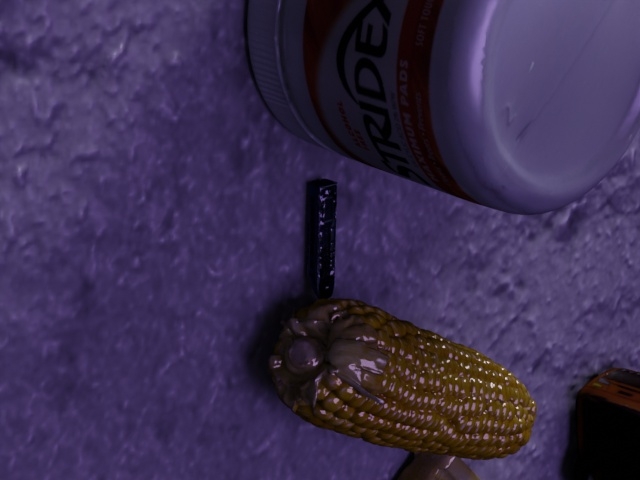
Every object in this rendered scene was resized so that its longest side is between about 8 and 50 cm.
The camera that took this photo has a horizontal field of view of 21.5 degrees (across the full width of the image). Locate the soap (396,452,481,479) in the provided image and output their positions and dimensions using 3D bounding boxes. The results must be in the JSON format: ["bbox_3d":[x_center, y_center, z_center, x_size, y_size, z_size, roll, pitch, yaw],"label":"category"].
[{"bbox_3d":[0.123,0.254,1.352,0.092,0.037,0.252,-57,136,-14],"label":"soap"}]

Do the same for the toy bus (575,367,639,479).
[{"bbox_3d":[0.286,0.295,1.497,0.092,0.093,0.409,-37,130,-40],"label":"toy bus"}]

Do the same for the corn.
[{"bbox_3d":[0.064,0.105,1.191,0.260,0.091,0.091,25,47,-48],"label":"corn"}]

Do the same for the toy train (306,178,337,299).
[{"bbox_3d":[0.000,0.000,1.137,0.017,0.017,0.083,-16,116,-39],"label":"toy train"}]

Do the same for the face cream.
[{"bbox_3d":[0.087,-0.132,1.045,0.201,0.187,0.201,-20,120,-39],"label":"face cream"}]
